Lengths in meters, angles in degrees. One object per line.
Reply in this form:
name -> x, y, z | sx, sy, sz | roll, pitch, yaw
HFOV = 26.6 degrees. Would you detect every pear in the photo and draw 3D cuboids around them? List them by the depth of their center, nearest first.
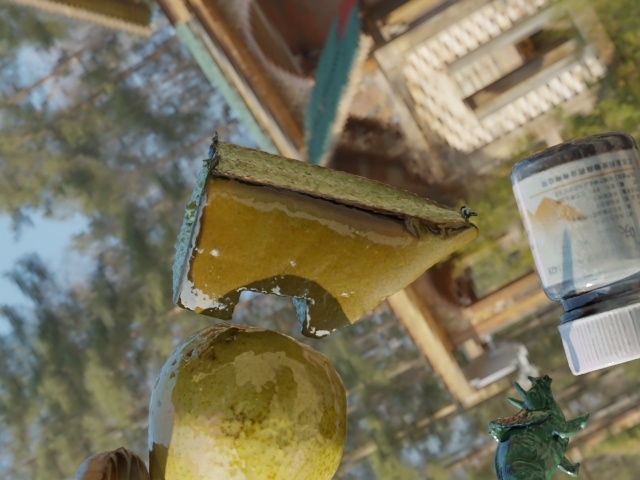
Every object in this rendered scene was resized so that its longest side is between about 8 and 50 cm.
pear -> -0.065, 0.158, 1.118 | 0.178, 0.178, 0.178 | 54, -164, -23

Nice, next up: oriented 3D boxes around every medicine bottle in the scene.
medicine bottle -> 0.344, 0.016, 1.668 | 0.165, 0.165, 0.273 | 14, -120, -71

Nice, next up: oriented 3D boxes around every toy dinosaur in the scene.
toy dinosaur -> 0.271, 0.289, 1.637 | 0.079, 0.120, 0.292 | 96, 173, -52

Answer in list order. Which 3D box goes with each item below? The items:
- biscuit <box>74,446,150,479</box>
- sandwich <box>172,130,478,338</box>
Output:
biscuit -> -0.168, 0.248, 1.070 | 0.299, 0.045, 0.154 | -38, -61, -88
sandwich -> 0.000, 0.000, 1.121 | 0.235, 0.128, 0.122 | 14, -157, -15
